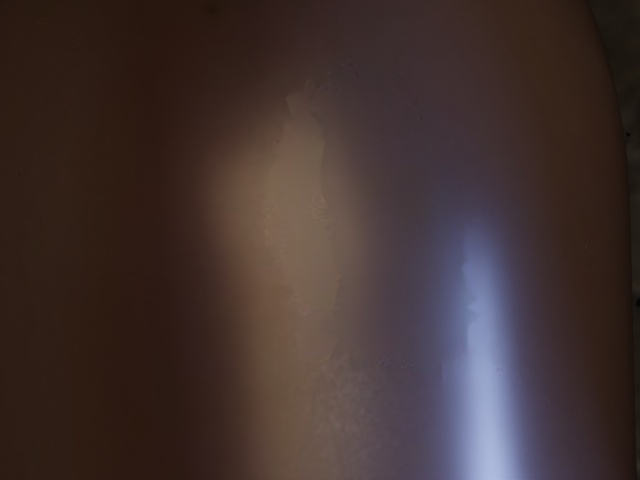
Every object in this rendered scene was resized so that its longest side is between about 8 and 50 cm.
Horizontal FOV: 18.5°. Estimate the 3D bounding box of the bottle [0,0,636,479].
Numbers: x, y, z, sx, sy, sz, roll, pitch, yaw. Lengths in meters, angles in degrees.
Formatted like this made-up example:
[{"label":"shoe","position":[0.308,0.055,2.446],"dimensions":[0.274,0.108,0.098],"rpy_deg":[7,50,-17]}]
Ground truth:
[{"label":"bottle","position":[0.000,0.000,0.475],"dimensions":[0.206,0.173,0.297],"rpy_deg":[-11,103,-37]}]
